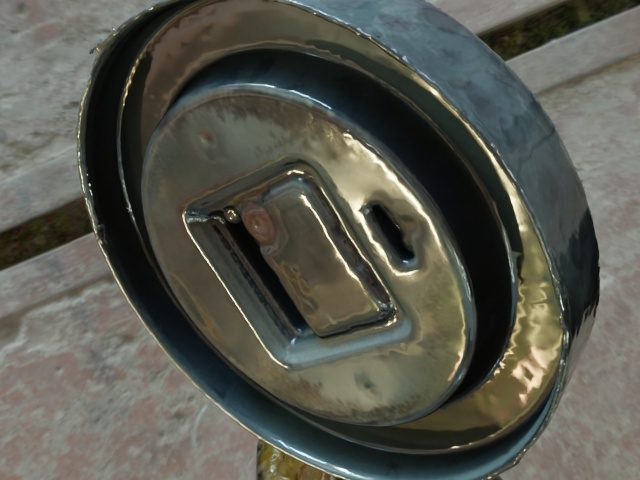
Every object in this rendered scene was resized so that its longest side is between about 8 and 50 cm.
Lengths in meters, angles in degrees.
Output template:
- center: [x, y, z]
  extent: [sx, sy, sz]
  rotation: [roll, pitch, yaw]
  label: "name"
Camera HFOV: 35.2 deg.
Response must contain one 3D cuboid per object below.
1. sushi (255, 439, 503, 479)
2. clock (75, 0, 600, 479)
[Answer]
- center: [0.051, 0.217, 0.784]
  extent: [0.204, 0.200, 0.213]
  rotation: [29, 134, -26]
  label: "sushi"
- center: [-0.001, 0.001, 0.553]
  extent: [0.312, 0.061, 0.313]
  rotation: [21, 132, 26]
  label: "clock"
